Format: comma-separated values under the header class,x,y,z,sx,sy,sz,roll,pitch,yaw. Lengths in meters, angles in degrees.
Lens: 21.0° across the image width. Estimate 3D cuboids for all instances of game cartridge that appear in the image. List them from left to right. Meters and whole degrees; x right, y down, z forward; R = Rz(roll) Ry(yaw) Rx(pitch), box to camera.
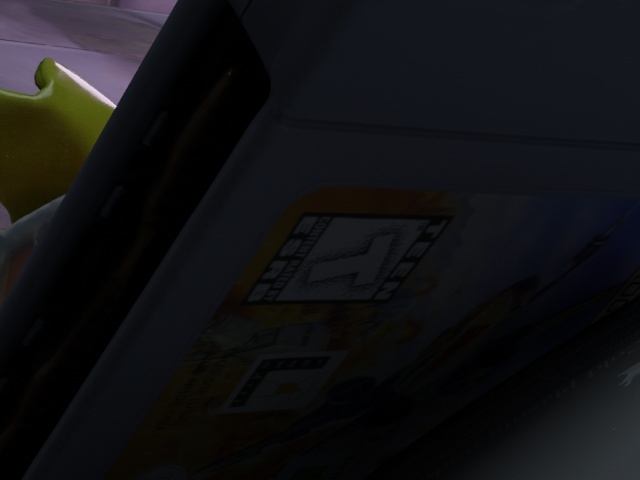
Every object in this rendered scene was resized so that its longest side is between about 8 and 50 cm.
class,x,y,z,sx,sy,sz,roll,pitch,yaw
game cartridge,0.016,0.017,0.468,0.198,0.297,0.062,4,46,-36

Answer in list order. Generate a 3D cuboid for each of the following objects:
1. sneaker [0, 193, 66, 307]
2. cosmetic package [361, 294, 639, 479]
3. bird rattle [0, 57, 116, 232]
class,x,y,z,sx,sy,sz,roll,pitch,yaw
sneaker,0.000,0.000,0.623,0.302,0.108,0.121,-21,7,-4
cosmetic package,0.056,0.104,0.367,0.107,0.127,0.238,55,10,-2
bird rattle,-0.082,0.043,0.718,0.253,0.143,0.207,34,35,32
